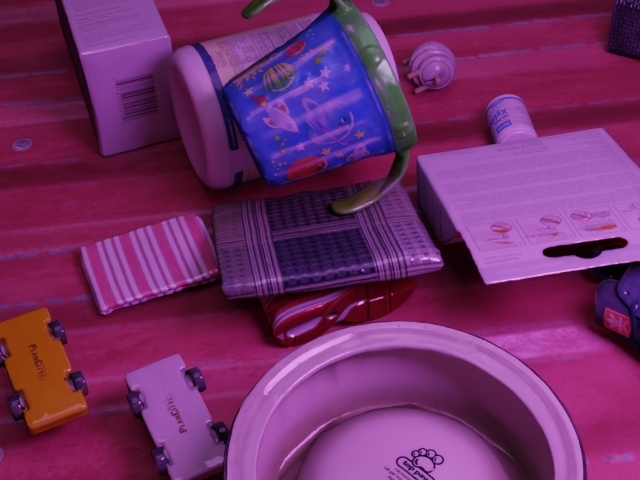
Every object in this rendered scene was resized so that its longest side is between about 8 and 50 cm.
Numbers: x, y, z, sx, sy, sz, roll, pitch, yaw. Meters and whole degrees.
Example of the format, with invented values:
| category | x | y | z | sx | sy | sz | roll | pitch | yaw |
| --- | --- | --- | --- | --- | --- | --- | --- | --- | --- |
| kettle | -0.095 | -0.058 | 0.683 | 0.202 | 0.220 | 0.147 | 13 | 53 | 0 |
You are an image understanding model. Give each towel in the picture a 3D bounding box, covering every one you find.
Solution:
| category | x | y | z | sx | sy | sz | roll | pitch | yaw |
| --- | --- | --- | --- | --- | --- | --- | --- | --- | --- |
| towel | -0.254 | 0.036 | 1.859 | 0.197 | 0.029 | 0.144 | -17 | 44 | -11 |
| towel | 0.000 | 0.000 | 1.809 | 0.312 | 0.056 | 0.324 | -9 | 23 | -3 |

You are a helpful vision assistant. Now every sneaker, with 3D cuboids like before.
| category | x | y | z | sx | sy | sz | roll | pitch | yaw |
| --- | --- | --- | --- | --- | --- | --- | --- | --- | --- |
| sneaker | 0.016 | 0.058 | 1.773 | 0.221 | 0.087 | 0.128 | -17 | 46 | -16 |
| sneaker | 0.451 | 0.117 | 1.654 | 0.148 | 0.131 | 0.350 | -4 | 33 | -3 |

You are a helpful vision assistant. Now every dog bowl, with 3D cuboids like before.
| category | x | y | z | sx | sy | sz | roll | pitch | yaw |
| --- | --- | --- | --- | --- | --- | --- | --- | --- | --- |
| dog bowl | 0.095 | 0.296 | 1.441 | 0.408 | 0.150 | 0.408 | -1 | 47 | 1 |

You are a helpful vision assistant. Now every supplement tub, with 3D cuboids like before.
| category | x | y | z | sx | sy | sz | roll | pitch | yaw |
| --- | --- | --- | --- | --- | --- | --- | --- | --- | --- |
| supplement tub | -0.059 | -0.230 | 1.979 | 0.325 | 0.235 | 0.235 | -17 | 44 | -15 |
| supplement tub | 0.312 | -0.183 | 2.023 | 0.071 | 0.071 | 0.107 | -6 | 42 | -3 |

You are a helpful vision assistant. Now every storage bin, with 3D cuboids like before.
| category | x | y | z | sx | sy | sz | roll | pitch | yaw |
| --- | --- | --- | --- | --- | --- | --- | --- | --- | --- |
| storage bin | 0.588 | -0.417 | 2.219 | 0.084 | 0.122 | 0.180 | 18 | 47 | 22 |

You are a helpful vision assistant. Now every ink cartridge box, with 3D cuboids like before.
| category | x | y | z | sx | sy | sz | roll | pitch | yaw |
| --- | --- | --- | --- | --- | --- | --- | --- | --- | --- |
| ink cartridge box | 0.330 | -0.029 | 1.790 | 0.308 | 0.091 | 0.385 | -8 | 31 | -6 |

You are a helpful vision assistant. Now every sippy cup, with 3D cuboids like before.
| category | x | y | z | sx | sy | sz | roll | pitch | yaw |
| --- | --- | --- | --- | --- | --- | --- | --- | --- | --- |
| sippy cup | -0.011 | -0.193 | 1.769 | 0.224 | 0.240 | 0.305 | -26 | 78 | -2 |

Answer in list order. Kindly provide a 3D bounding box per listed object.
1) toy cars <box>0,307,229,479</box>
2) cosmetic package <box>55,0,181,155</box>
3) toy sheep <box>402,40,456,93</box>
| category | x | y | z | sx | sy | sz | roll | pitch | yaw |
| --- | --- | --- | --- | --- | --- | --- | --- | --- | --- |
| toy cars | -0.276 | 0.217 | 1.626 | 0.394 | 0.087 | 0.176 | 17 | 52 | 17 |
| cosmetic package | -0.361 | -0.353 | 2.151 | 0.156 | 0.217 | 0.385 | -15 | 42 | -13 |
| toy sheep | 0.193 | -0.301 | 2.150 | 0.091 | 0.091 | 0.132 | -7 | 37 | -3 |
